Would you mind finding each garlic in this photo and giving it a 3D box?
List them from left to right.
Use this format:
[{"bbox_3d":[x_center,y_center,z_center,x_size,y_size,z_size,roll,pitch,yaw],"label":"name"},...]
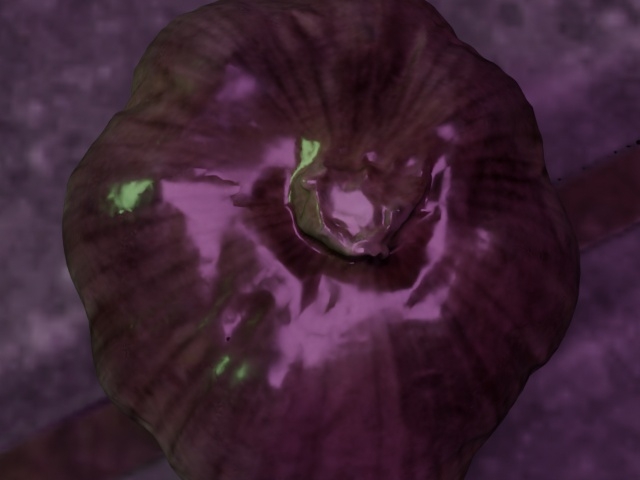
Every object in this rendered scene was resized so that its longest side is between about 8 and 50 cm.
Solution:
[{"bbox_3d":[0.000,0.000,0.425,0.147,0.102,0.159,5,79,4],"label":"garlic"}]
